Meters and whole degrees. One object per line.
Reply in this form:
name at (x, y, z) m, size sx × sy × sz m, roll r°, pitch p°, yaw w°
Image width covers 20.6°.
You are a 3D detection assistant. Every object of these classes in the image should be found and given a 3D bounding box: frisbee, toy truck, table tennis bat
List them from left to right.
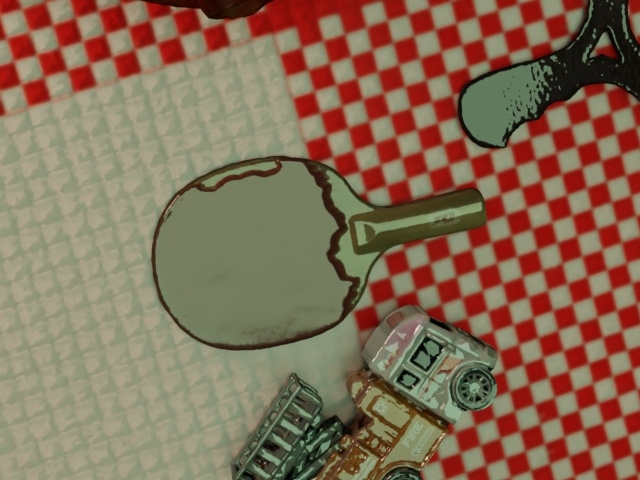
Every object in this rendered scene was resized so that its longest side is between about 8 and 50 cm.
table tennis bat at (0.000, 0.000, 1.208) m, size 0.234 × 0.022 × 0.131 m, roll -13°, pitch 101°, yaw -9°
toy truck at (0.034, 0.122, 1.206) m, size 0.115 × 0.080 × 0.178 m, roll 35°, pitch 91°, yaw -7°
frisbee at (0.205, -0.150, 1.235) m, size 0.211 × 0.012 × 0.187 m, roll 5°, pitch 97°, yaw -14°

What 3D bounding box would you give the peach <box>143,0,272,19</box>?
peach at (-0.045, -0.303, 1.006) m, size 0.372 × 0.290 × 0.373 m, roll 0°, pitch 91°, yaw -13°
